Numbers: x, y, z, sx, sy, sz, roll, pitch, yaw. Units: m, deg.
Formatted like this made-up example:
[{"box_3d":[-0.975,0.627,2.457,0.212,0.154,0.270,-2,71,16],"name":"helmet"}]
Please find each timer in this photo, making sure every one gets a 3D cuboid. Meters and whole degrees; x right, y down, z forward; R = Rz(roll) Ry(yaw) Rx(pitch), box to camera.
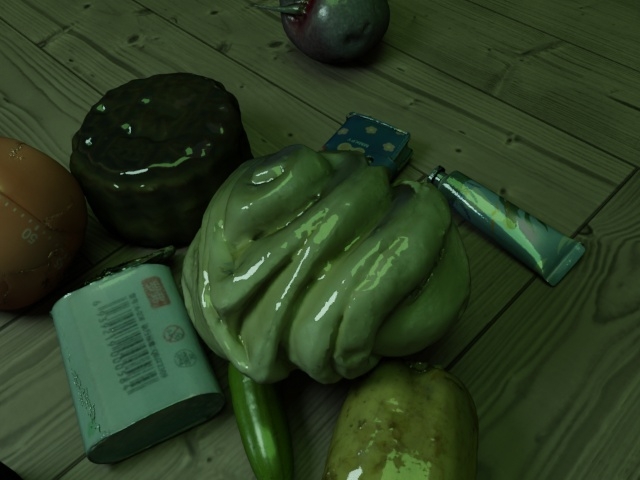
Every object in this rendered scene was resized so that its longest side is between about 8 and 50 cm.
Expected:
[{"box_3d":[-0.450,-0.022,0.885,0.229,0.230,0.215,16,66,16],"name":"timer"}]

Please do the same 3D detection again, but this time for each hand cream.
[{"box_3d":[0.275,-0.032,0.977,0.256,0.055,0.088,39,66,22],"name":"hand cream"}]

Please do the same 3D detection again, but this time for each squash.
[{"box_3d":[-0.070,0.214,0.775,0.066,0.066,0.201,-13,55,-8],"name":"squash"}]

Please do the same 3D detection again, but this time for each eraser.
[{"box_3d":[-0.244,0.150,0.826,0.174,0.081,0.227,-24,54,-12],"name":"eraser"}]

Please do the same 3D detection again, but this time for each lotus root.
[{"box_3d":[0.084,0.249,0.685,0.160,0.146,0.284,-3,50,28],"name":"lotus root"}]

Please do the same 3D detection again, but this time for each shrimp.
[{"box_3d":[-0.286,0.044,0.922,0.161,0.091,0.034,-28,89,-9],"name":"shrimp"}]

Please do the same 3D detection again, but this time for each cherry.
[{"box_3d":[0.025,-0.446,1.244,0.266,0.183,0.213,-20,65,-30],"name":"cherry"}]

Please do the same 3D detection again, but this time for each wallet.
[{"box_3d":[0.056,-0.124,1.054,0.141,0.059,0.202,25,55,20],"name":"wallet"}]

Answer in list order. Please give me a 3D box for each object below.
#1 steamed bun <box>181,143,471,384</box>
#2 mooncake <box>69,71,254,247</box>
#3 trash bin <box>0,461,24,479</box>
[{"box_3d":[0.000,0.000,0.784,0.339,0.247,0.352,-16,19,-22],"name":"steamed bun"},{"box_3d":[-0.249,-0.135,1.014,0.290,0.161,0.290,-3,50,3],"name":"mooncake"},{"box_3d":[-0.355,0.273,0.633,0.165,0.225,0.115,30,56,25],"name":"trash bin"}]
